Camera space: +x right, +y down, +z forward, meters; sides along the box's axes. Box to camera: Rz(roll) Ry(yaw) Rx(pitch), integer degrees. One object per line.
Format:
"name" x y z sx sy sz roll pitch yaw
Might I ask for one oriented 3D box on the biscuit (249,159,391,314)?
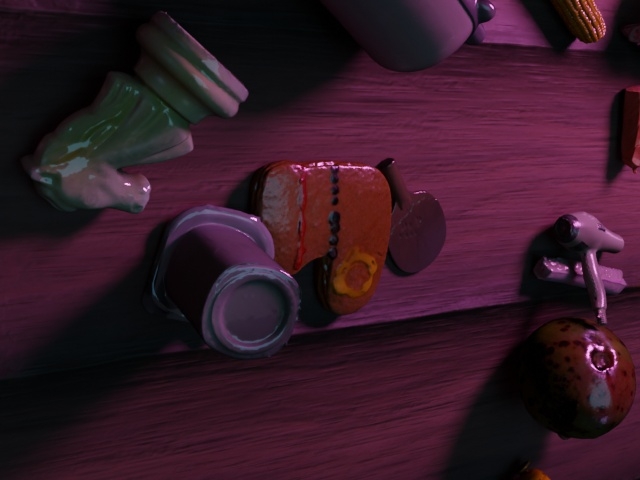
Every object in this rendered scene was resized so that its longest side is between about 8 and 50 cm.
"biscuit" 0.001 0.001 1.631 0.277 0.052 0.262 1 105 -36

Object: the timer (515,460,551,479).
"timer" 0.440 0.531 2.101 0.107 0.107 0.109 -42 82 -17

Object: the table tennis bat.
"table tennis bat" 0.153 -0.045 1.752 0.131 0.022 0.234 -38 127 -19

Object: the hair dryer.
"hair dryer" 0.558 0.040 2.008 0.219 0.088 0.225 -18 86 -51

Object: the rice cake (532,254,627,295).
"rice cake" 0.528 0.072 2.045 0.270 0.049 0.055 12 143 -39

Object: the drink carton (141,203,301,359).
"drink carton" -0.134 0.065 1.451 0.185 0.189 0.191 18 100 -25

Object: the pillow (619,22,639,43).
"pillow" 0.704 -0.374 1.967 0.248 0.135 0.049 13 78 -40

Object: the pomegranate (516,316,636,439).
"pomegranate" 0.503 0.277 2.020 0.242 0.242 0.306 -55 169 -8

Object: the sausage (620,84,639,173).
"sausage" 0.634 -0.221 2.015 0.065 0.065 0.169 -17 116 -31

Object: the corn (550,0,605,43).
"corn" 0.450 -0.431 1.804 0.068 0.068 0.207 -55 130 -8

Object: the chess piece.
"chess piece" -0.250 -0.147 1.351 0.298 0.176 0.176 -46 128 2

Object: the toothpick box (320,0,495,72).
"toothpick box" 0.117 -0.383 1.471 0.316 0.229 0.229 42 80 -39
